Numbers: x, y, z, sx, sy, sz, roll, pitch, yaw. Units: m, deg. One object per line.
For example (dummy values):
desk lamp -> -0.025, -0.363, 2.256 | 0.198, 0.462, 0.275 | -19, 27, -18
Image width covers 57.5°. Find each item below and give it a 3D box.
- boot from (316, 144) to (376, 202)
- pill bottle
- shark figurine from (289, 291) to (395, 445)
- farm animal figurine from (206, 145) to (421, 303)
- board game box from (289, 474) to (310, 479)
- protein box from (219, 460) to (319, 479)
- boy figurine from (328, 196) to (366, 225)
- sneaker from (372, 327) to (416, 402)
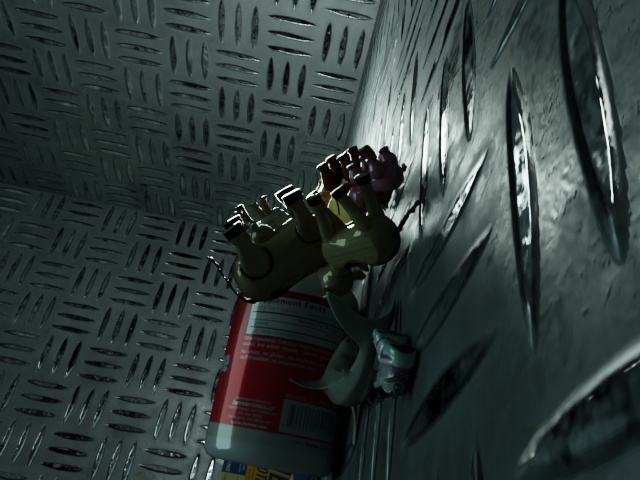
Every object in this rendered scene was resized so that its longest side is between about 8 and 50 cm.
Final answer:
boot -> 0.043, -0.134, 1.284 | 0.152, 0.073, 0.197 | -37, 0, 25
pill bottle -> -0.055, 0.194, 1.054 | 0.229, 0.228, 0.408 | 106, 175, -70
shark figurine -> 0.018, 0.177, 0.781 | 0.278, 0.116, 0.166 | 101, 178, -68
farm animal figurine -> 0.000, 0.000, 0.871 | 0.172, 0.326, 0.330 | 61, -168, -14
board game box -> -0.061, 0.524, 0.974 | 0.212, 0.039, 0.160 | -62, 24, 28
protein box -> -0.114, 0.532, 1.220 | 0.136, 0.199, 0.201 | -82, 4, -52
boy figurine -> 0.048, -0.018, 1.362 | 0.285, 0.092, 0.177 | 104, 177, -48
sneaker -> 0.068, 0.132, 0.598 | 0.098, 0.038, 0.069 | -93, 15, -84
